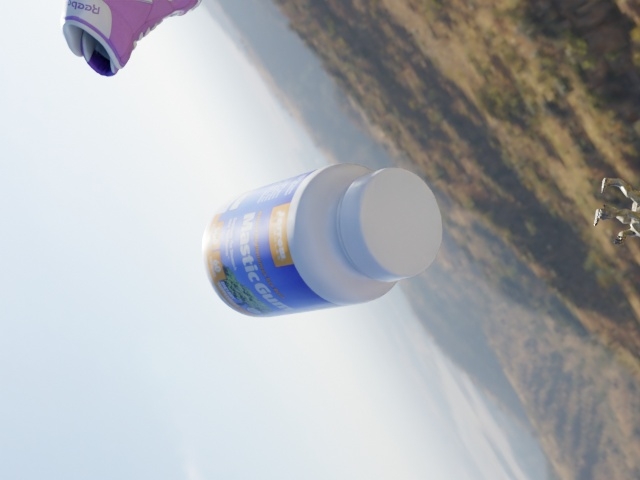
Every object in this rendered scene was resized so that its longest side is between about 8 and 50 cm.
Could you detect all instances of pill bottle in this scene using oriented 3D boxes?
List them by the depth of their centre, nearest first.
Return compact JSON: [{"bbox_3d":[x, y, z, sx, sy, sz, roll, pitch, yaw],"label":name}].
[{"bbox_3d":[0.000,0.000,1.171,0.272,0.152,0.152,-14,110,53],"label":"pill bottle"}]

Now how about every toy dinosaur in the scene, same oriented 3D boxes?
[{"bbox_3d":[0.353,-0.035,1.181,0.183,0.092,0.053,-67,-15,-47],"label":"toy dinosaur"}]

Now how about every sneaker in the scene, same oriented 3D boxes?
[{"bbox_3d":[-0.226,-0.267,1.254,0.102,0.161,0.282,16,-175,15],"label":"sneaker"}]
